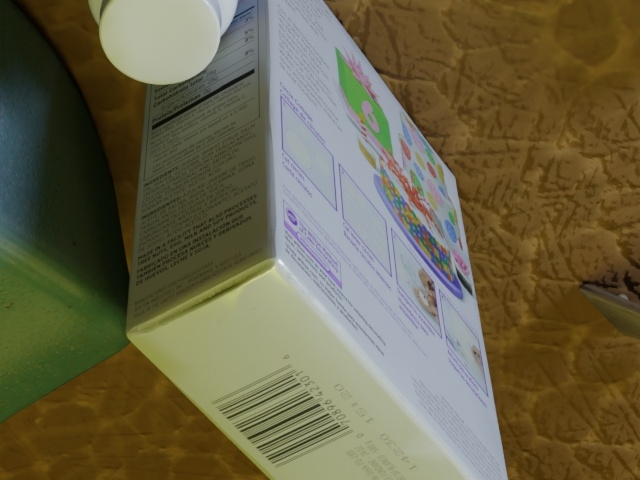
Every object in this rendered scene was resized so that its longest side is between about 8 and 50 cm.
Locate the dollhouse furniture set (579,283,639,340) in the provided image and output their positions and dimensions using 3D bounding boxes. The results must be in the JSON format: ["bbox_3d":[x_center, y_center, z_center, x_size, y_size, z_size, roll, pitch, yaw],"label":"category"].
[{"bbox_3d":[0.312,0.034,1.176,0.144,0.123,0.151,42,81,-30],"label":"dollhouse furniture set"}]

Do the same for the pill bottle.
[{"bbox_3d":[-0.090,-0.160,0.915,0.087,0.160,0.087,-1,128,-2],"label":"pill bottle"}]

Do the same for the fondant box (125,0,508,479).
[{"bbox_3d":[0.000,0.000,0.938,0.096,0.330,0.238,-27,125,19],"label":"fondant box"}]

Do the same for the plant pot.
[{"bbox_3d":[-0.254,-0.007,0.986,0.247,0.248,0.252,-31,140,19],"label":"plant pot"}]
